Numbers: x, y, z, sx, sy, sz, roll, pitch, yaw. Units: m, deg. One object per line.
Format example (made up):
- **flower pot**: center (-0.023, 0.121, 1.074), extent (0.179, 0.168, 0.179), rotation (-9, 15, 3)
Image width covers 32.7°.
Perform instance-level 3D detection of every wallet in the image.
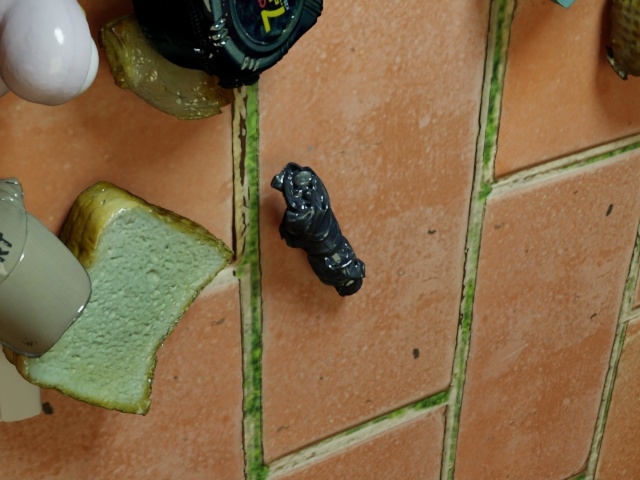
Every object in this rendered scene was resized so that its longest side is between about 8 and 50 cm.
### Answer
- **wallet**: center (-0.320, 0.133, 1.123), extent (0.061, 0.025, 0.122), rotation (-10, 124, -24)

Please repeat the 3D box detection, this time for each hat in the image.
- **hat**: center (-0.295, 0.025, 0.986), extent (0.147, 0.175, 0.085), rotation (-54, 169, -1)

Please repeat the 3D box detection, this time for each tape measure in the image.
- **tape measure**: center (-0.086, -0.240, 0.967), extent (0.186, 0.112, 0.199), rotation (-52, 141, -37)

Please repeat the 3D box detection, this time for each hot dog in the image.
- **hot dog**: center (-0.153, -0.162, 1.024), extent (0.169, 0.061, 0.078), rotation (30, 58, -48)

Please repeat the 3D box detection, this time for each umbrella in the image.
- **umbrella**: center (-0.002, -0.001, 1.236), extent (0.071, 0.080, 0.224), rotation (-23, 146, 5)

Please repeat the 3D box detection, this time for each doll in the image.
- **doll**: center (-0.181, -0.236, 0.860), extent (0.365, 0.160, 0.094), rotation (-48, 157, 17)

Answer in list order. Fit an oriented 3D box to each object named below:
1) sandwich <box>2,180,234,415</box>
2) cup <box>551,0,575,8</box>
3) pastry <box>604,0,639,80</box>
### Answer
- **sandwich**: center (-0.206, 0.061, 1.112), extent (0.186, 0.065, 0.214), rotation (31, 91, -49)
- **cup**: center (0.297, -0.373, 1.169), extent (0.235, 0.134, 0.148), rotation (-53, 162, 11)
- **pastry**: center (0.450, -0.294, 1.359), extent (0.229, 0.100, 0.218), rotation (-56, 139, 0)
